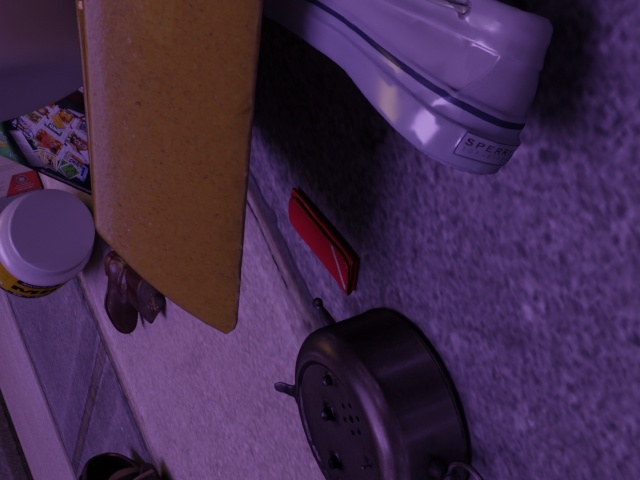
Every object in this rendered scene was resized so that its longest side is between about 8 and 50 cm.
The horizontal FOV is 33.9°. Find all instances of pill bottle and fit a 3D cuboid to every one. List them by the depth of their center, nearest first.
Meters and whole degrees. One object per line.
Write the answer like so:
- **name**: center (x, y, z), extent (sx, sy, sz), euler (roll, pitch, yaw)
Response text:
- **pill bottle**: center (-0.348, 0.004, 1.302), extent (0.208, 0.119, 0.119), euler (-23, 85, 66)

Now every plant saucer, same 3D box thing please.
- **plant saucer**: center (-0.104, -0.166, 0.612), extent (0.332, 0.081, 0.332), euler (99, 161, -44)

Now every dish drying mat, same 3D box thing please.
- **dish drying mat**: center (0.000, 0.000, 0.704), extent (0.083, 0.008, 0.032), euler (50, 148, 40)

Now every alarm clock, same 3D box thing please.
- **alarm clock**: center (0.042, 0.117, 0.637), extent (0.192, 0.064, 0.129), euler (27, 130, 53)

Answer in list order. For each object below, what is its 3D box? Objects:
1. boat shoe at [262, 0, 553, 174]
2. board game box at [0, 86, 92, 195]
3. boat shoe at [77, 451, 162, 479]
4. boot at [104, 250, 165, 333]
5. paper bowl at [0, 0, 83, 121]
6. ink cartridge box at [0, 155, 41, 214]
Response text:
- **boat shoe**: center (0.035, -0.115, 0.495), extent (0.226, 0.083, 0.075), euler (49, 119, 42)
- **board game box**: center (-0.317, -0.140, 1.112), extent (0.260, 0.030, 0.136), euler (23, 134, 24)
- **boat shoe**: center (-0.243, 0.350, 1.302), extent (0.355, 0.132, 0.130), euler (4, 109, 63)
- **boot**: center (-0.199, 0.073, 1.144), extent (0.114, 0.037, 0.106), euler (27, 132, 51)
- **paper bowl**: center (-0.290, -0.183, 0.856), extent (0.284, 0.284, 0.148), euler (-25, 83, 65)
- **ink cartridge box**: center (-0.469, -0.108, 1.506), extent (0.135, 0.099, 0.056), euler (65, 156, 18)
